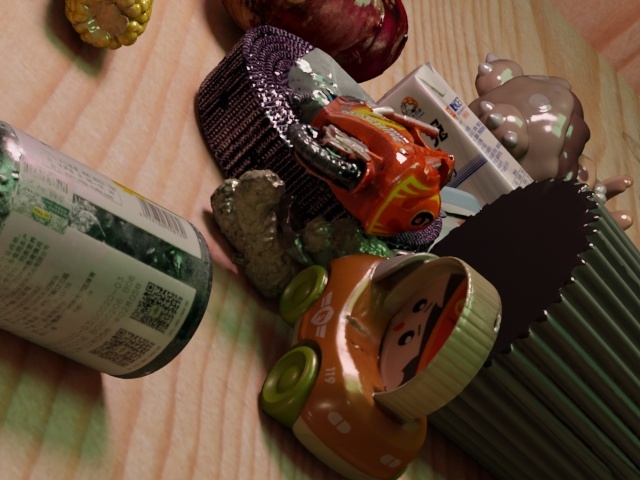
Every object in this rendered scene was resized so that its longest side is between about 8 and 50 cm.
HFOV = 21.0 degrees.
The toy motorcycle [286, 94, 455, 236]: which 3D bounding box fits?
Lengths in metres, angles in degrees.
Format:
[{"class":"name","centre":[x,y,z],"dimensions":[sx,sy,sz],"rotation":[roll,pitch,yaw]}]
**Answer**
[{"class":"toy motorcycle","centre":[0.054,-0.079,1.736],"dimensions":[0.171,0.089,0.298],"rotation":[31,16,5]}]

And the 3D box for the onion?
[{"class":"onion","centre":[-0.011,-0.291,2.152],"dimensions":[0.246,0.190,0.246],"rotation":[32,8,-5]}]

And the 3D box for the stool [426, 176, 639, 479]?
[{"class":"stool","centre":[0.271,0.149,1.842],"dimensions":[0.330,0.297,0.297],"rotation":[46,21,-22]}]

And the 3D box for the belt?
[{"class":"belt","centre":[-0.002,-0.092,1.925],"dimensions":[0.325,0.122,0.260],"rotation":[54,29,17]}]

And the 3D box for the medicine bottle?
[{"class":"medicine bottle","centre":[-0.225,-0.004,1.291],"dimensions":[0.293,0.141,0.141],"rotation":[29,29,-43]}]

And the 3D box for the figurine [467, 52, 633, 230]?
[{"class":"figurine","centre":[0.326,-0.082,2.484],"dimensions":[0.380,0.203,0.248],"rotation":[53,25,-24]}]

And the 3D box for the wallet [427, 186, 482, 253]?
[{"class":"wallet","centre":[0.172,0.036,2.076],"dimensions":[0.176,0.075,0.250],"rotation":[15,35,-39]}]

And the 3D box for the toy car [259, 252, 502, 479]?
[{"class":"toy car","centre":[0.075,0.094,1.585],"dimensions":[0.145,0.235,0.235],"rotation":[39,23,-26]}]

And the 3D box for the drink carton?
[{"class":"drink carton","centre":[0.188,-0.073,2.255],"dimensions":[0.315,0.130,0.106],"rotation":[49,20,-3]}]

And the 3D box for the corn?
[{"class":"corn","centre":[-0.221,-0.280,1.838],"dimensions":[0.093,0.093,0.244],"rotation":[41,19,-21]}]

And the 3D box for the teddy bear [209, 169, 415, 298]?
[{"class":"teddy bear","centre":[-0.014,0.015,1.718],"dimensions":[0.213,0.111,0.133],"rotation":[26,-12,-12]}]
